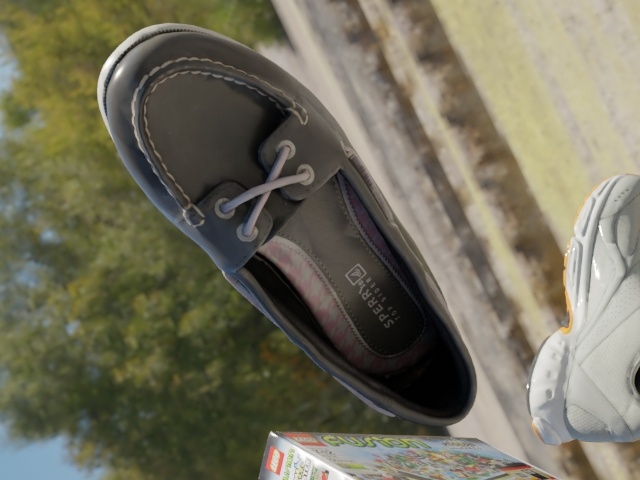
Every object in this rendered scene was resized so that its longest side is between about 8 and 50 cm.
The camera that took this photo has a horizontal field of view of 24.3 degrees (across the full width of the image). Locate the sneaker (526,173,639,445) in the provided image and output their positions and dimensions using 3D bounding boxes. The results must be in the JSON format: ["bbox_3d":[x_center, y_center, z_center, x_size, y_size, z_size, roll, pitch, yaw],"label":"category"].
[{"bbox_3d":[0.269,0.062,1.273,0.099,0.121,0.262,51,-129,-49],"label":"sneaker"}]

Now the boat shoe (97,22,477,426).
[{"bbox_3d":[0.000,0.000,0.881,0.335,0.112,0.095,48,177,-42],"label":"boat shoe"}]

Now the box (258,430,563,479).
[{"bbox_3d":[0.072,0.170,1.031,0.114,0.207,0.036,21,100,48],"label":"box"}]
